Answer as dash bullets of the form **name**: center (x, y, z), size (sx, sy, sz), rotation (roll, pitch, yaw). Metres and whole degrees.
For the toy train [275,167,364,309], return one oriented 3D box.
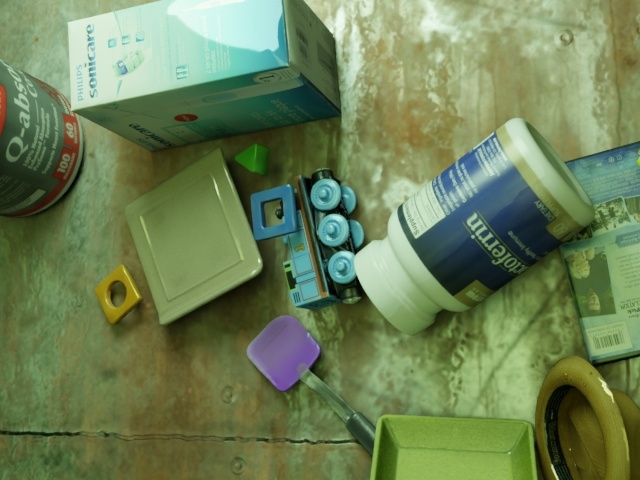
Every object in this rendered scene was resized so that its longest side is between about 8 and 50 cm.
- **toy train**: center (0.000, 0.000, 1.281), size (0.105, 0.080, 0.184), rotation (-19, 76, 21)

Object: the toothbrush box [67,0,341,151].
- **toothbrush box**: center (-0.147, -0.222, 1.290), size (0.296, 0.216, 0.126), rotation (-7, 79, 16)

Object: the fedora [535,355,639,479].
- **fedora**: center (0.316, 0.225, 1.117), size (0.079, 0.194, 0.194), rotation (0, 79, -18)

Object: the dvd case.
- **dvd case**: center (0.382, 0.009, 1.183), size (0.180, 0.022, 0.253), rotation (-15, 77, 14)

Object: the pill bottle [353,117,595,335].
- **pill bottle**: center (0.177, -0.010, 1.176), size (0.265, 0.153, 0.153), rotation (-39, 72, 19)

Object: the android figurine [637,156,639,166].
- **android figurine**: center (0.500, -0.102, 1.133), size (0.248, 0.056, 0.272), rotation (-25, 75, 5)

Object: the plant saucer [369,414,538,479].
- **plant saucer**: center (0.153, 0.277, 1.139), size (0.188, 0.188, 0.045), rotation (1, 116, 8)

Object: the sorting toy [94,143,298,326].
- **sorting toy**: center (-0.170, -0.002, 1.344), size (0.348, 0.047, 0.196), rotation (-28, 69, 24)

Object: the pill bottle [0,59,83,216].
- **pill bottle**: center (-0.495, -0.160, 1.315), size (0.210, 0.363, 0.210), rotation (-3, 81, 18)

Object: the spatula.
- **spatula**: center (0.022, 0.211, 1.262), size (0.296, 0.030, 0.084), rotation (43, 93, 19)
